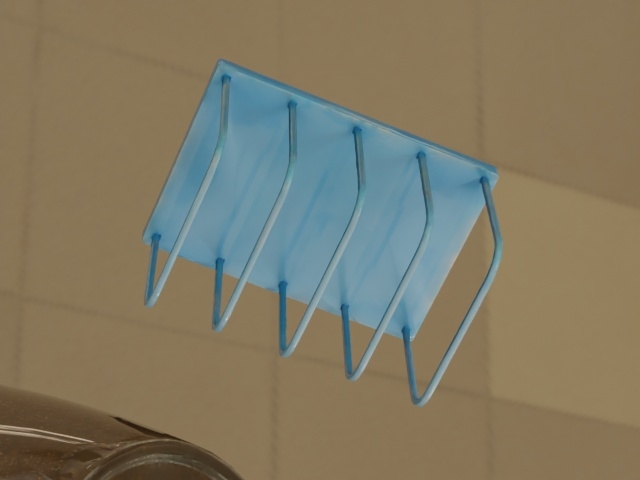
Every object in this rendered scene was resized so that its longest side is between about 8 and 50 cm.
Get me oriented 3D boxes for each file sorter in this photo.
[{"bbox_3d":[0.000,0.000,0.968,0.170,0.118,0.104,21,24,-11],"label":"file sorter"}]

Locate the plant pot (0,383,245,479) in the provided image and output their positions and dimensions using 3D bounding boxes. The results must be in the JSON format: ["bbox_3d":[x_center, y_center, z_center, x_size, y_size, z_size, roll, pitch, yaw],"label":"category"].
[{"bbox_3d":[-0.126,0.138,0.637,0.215,0.230,0.215,15,69,-44],"label":"plant pot"}]
